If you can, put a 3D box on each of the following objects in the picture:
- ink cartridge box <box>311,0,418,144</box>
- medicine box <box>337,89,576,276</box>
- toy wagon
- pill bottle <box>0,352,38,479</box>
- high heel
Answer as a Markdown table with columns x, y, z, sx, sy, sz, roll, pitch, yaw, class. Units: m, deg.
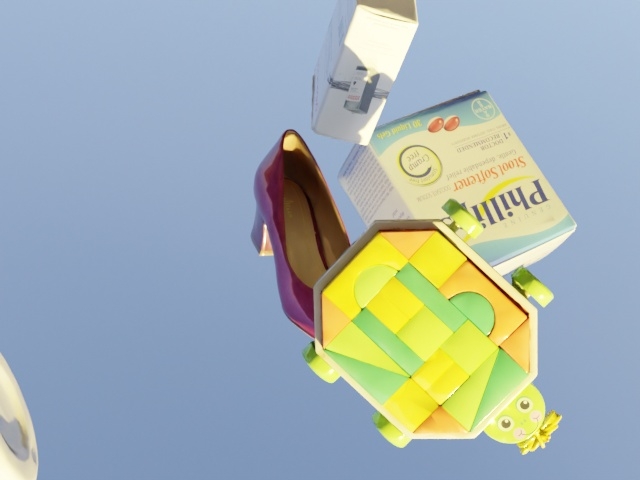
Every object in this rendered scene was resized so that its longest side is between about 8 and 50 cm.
| x | y | z | sx | sy | sz | roll | pitch | yaw | class |
| --- | --- | --- | --- | --- | --- | --- | --- | --- | --- |
| 0.057 | -0.269 | 1.251 | 0.092 | 0.218 | 0.158 | 13 | -135 | -12 | ink cartridge box |
| 0.221 | -0.066 | 1.456 | 0.263 | 0.149 | 0.289 | -22 | -109 | -26 | medicine box |
| 0.157 | 0.130 | 1.068 | 0.344 | 0.267 | 0.068 | 43 | -172 | -1 | toy wagon |
| -0.399 | 0.194 | 0.756 | 0.272 | 0.152 | 0.152 | -20 | -125 | -7 | pill bottle |
| 0.000 | 0.000 | 1.209 | 0.127 | 0.181 | 0.377 | -5 | -147 | -33 | high heel |
